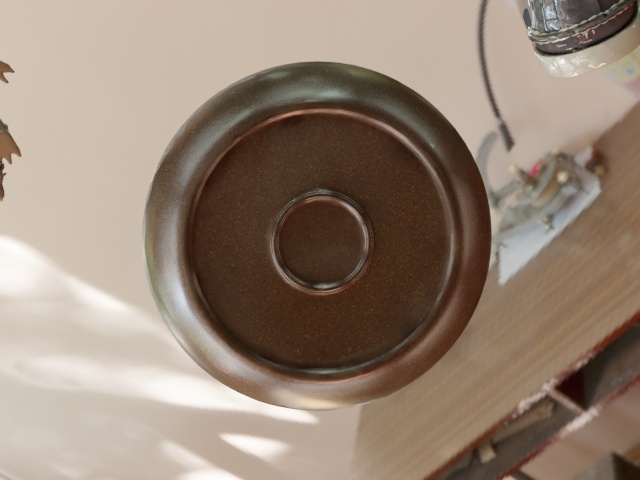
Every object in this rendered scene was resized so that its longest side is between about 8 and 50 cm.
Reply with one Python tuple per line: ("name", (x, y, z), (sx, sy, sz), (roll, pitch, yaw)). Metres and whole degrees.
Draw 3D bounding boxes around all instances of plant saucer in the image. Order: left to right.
("plant saucer", (0.000, 0.000, 0.830), (0.310, 0.311, 0.050), (-56, 5, 2))

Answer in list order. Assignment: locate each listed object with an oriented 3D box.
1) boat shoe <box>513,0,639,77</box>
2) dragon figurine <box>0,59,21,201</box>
("boat shoe", (0.125, -0.158, 0.506), (0.075, 0.065, 0.206), (-21, 30, 19))
("dragon figurine", (-0.371, -0.155, 0.976), (0.085, 0.289, 0.144), (-21, 30, -29))
